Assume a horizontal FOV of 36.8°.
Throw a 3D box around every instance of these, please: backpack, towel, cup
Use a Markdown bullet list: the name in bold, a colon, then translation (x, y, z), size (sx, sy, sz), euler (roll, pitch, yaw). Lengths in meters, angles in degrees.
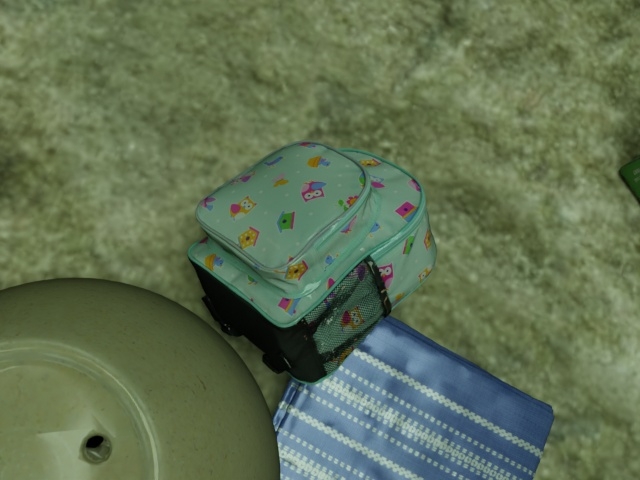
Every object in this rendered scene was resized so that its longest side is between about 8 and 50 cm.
- **backpack**: translation (0.000, 0.000, 0.807), size (0.188, 0.166, 0.144), euler (-33, 129, -24)
- **towel**: translation (0.043, 0.241, 0.838), size (0.243, 0.040, 0.336), euler (29, 75, -7)
- **cup**: translation (-0.186, 0.169, 0.675), size (0.331, 0.237, 0.330), euler (1, 76, -6)

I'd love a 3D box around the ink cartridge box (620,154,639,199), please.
- **ink cartridge box**: translation (0.441, -0.006, 0.888), size (0.117, 0.201, 0.278), euler (-33, 86, -17)
